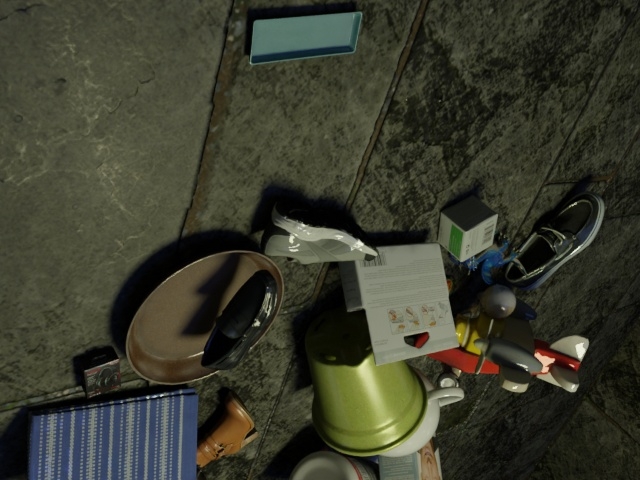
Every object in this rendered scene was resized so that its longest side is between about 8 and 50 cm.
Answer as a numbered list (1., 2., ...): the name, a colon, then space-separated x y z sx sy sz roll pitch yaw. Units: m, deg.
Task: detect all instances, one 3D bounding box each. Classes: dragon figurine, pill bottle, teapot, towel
1. dragon figurine: 0.423 0.053 1.677 0.144 0.085 0.289 -48 142 5
2. pill bottle: 0.083 0.686 1.766 0.210 0.210 0.363 -47 143 4
3. teapot: 0.180 0.408 1.633 0.256 0.252 0.187 -52 160 -13
4. towel: -0.373 0.410 1.226 0.336 0.040 0.243 2 87 -42

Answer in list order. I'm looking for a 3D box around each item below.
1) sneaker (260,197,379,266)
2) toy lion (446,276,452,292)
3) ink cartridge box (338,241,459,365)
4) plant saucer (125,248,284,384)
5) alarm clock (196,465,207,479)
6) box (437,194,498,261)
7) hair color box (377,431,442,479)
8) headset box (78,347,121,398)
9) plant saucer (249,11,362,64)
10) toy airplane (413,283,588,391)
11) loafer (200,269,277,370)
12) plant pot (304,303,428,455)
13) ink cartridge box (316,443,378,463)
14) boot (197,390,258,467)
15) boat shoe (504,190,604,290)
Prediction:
1. sneaker: 0.000 0.000 1.238 0.271 0.100 0.108 14 119 -42
2. toy lion: 0.303 0.141 1.699 0.096 0.034 0.100 -42 144 -15
3. ink cartridge box: 0.171 0.129 1.413 0.275 0.239 0.060 -3 170 -41
4. plant saucer: -0.210 0.132 1.202 0.310 0.050 0.311 -25 138 -24
5. alarm clock: -0.334 0.592 1.511 0.192 0.064 0.129 -38 143 -12
6. box: 0.335 -0.028 1.518 0.102 0.087 0.101 -26 139 -21
7. hair color box: 0.237 0.574 1.771 0.113 0.374 0.185 -16 151 25
8. headset box: -0.382 0.227 1.148 0.062 0.032 0.083 -17 136 -31
9. plant saucer: -0.023 -0.305 0.988 0.192 0.018 0.067 -17 135 -32
10. toy airplane: 0.482 0.245 1.689 0.384 0.386 0.272 -12 106 -27
11. loafer: -0.145 0.147 1.174 0.078 0.076 0.223 -4 132 -50
12. plant pot: 0.083 0.286 1.472 0.276 0.276 0.254 -31 129 -17
13. ink cartridge box: 0.105 0.596 1.917 0.186 0.065 0.311 -46 145 6
14. boot: -0.221 0.422 1.450 0.152 0.073 0.197 -27 137 -15
15. boat shoe: 0.635 0.006 1.796 0.119 0.121 0.335 11 119 -52
